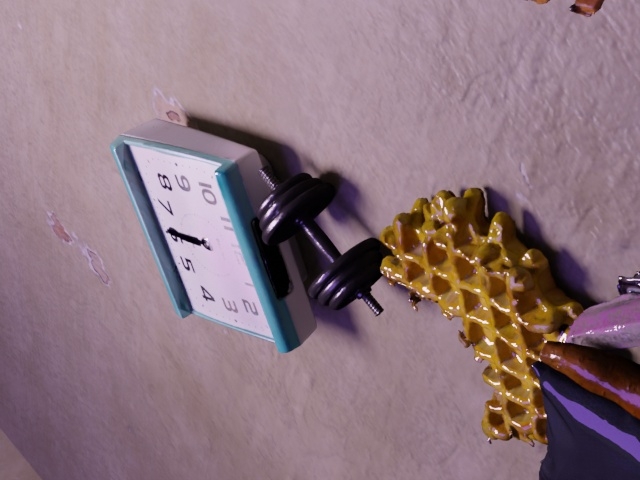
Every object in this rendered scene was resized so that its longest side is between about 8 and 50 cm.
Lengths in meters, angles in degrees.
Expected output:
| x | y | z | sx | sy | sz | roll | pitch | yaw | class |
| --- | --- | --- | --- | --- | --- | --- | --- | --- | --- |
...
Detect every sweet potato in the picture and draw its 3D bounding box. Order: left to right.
| x | y | z | sx | sy | sz | roll | pitch | yaw | class |
| --- | --- | --- | --- | --- | --- | --- | --- | --- | --- |
| 0.307 | 0.143 | 1.313 | 0.265 | 0.057 | 0.057 | 19 | 138 | 29 | sweet potato |

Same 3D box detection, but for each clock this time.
| x | y | z | sx | sy | sz | roll | pitch | yaw | class |
| --- | --- | --- | --- | --- | --- | --- | --- | --- | --- |
| -0.114 | -0.017 | 1.875 | 0.231 | 0.116 | 0.262 | 15 | 134 | 46 | clock |

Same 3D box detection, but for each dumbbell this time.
| x | y | z | sx | sy | sz | roll | pitch | yaw | class |
| --- | --- | --- | --- | --- | --- | --- | --- | --- | --- |
| 0.000 | 0.000 | 1.700 | 0.208 | 0.099 | 0.099 | 51 | 153 | 12 | dumbbell |

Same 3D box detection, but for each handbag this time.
| x | y | z | sx | sy | sz | roll | pitch | yaw | class |
| --- | --- | --- | --- | --- | --- | --- | --- | --- | --- |
| 0.309 | 0.220 | 1.423 | 0.254 | 0.088 | 0.211 | 23 | 148 | 24 | handbag |

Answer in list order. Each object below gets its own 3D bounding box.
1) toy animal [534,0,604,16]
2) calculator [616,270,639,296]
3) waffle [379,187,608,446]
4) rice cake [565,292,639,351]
| x | y | z | sx | sy | sz | roll | pitch | yaw | class |
| --- | --- | --- | --- | --- | --- | --- | --- | --- | --- |
| 0.199 | -0.232 | 1.134 | 0.255 | 0.114 | 0.116 | 19 | 93 | 44 | toy animal |
| 0.366 | 0.105 | 1.284 | 0.274 | 0.028 | 0.165 | 7 | 126 | 57 | calculator |
| 0.173 | 0.084 | 1.543 | 0.293 | 0.069 | 0.260 | 55 | 155 | -1 | waffle |
| 0.275 | 0.070 | 1.313 | 0.036 | 0.047 | 0.207 | 55 | 158 | -8 | rice cake |
